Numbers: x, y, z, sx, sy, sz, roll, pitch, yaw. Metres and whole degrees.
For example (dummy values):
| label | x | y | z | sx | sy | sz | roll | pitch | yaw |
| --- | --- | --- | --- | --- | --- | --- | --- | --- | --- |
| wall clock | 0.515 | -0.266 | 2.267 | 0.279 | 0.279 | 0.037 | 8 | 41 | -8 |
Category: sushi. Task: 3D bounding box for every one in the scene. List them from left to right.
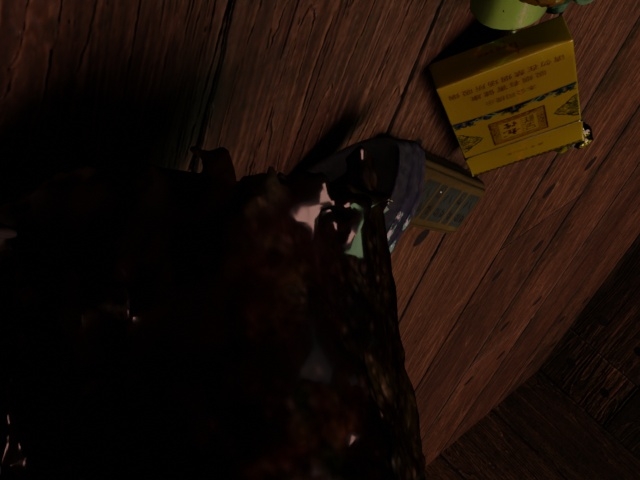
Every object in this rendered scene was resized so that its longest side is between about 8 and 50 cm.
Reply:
| label | x | y | z | sx | sy | sz | roll | pitch | yaw |
| --- | --- | --- | --- | --- | --- | --- | --- | --- | --- |
| sushi | -0.081 | 0.093 | 0.690 | 0.300 | 0.294 | 0.281 | -7 | 180 | 1 |

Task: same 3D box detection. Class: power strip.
| label | x | y | z | sx | sy | sz | roll | pitch | yaw |
| --- | --- | --- | --- | --- | --- | --- | --- | --- | --- |
| power strip | 0.123 | -0.062 | 1.217 | 0.092 | 0.066 | 0.388 | -54 | 158 | 13 |

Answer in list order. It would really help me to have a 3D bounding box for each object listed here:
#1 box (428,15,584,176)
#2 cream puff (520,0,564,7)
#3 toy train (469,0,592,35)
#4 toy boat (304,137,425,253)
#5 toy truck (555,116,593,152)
| label | x | y | z | sx | sy | sz | roll | pitch | yaw |
| --- | --- | --- | --- | --- | --- | --- | --- | --- | --- |
| box | 0.229 | -0.161 | 1.163 | 0.153 | 0.040 | 0.279 | -19 | 158 | 11 |
| cream puff | 0.176 | -0.293 | 0.702 | 0.196 | 0.244 | 0.244 | -23 | 178 | 39 |
| toy train | 0.223 | -0.307 | 0.931 | 0.157 | 0.105 | 0.253 | -25 | 154 | -20 |
| toy boat | 0.000 | 0.000 | 1.004 | 0.283 | 0.127 | 0.078 | -47 | 153 | 6 |
| toy truck | 0.363 | -0.172 | 1.482 | 0.077 | 0.076 | 0.111 | -30 | 162 | 13 |
